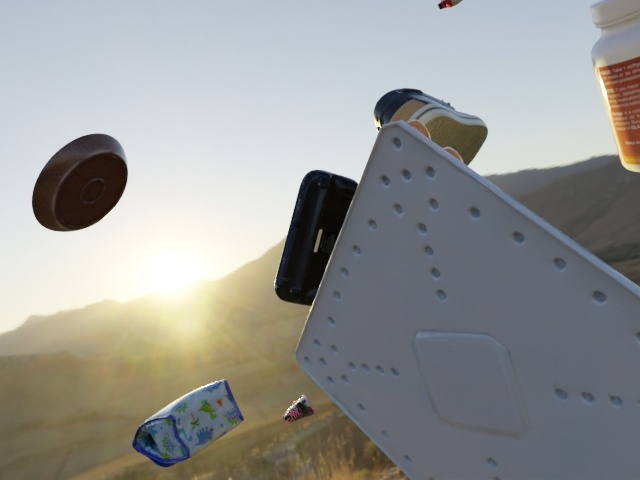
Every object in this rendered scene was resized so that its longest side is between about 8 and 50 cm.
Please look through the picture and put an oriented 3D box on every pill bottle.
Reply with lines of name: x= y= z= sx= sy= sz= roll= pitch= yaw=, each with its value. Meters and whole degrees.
pill bottle: x=0.411 y=-0.204 z=0.719 sx=0.121 sy=0.216 sz=0.121 roll=-23 pitch=14 yaw=6

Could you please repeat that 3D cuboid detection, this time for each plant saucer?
plant saucer: x=-0.348 y=-0.079 z=0.870 sx=0.168 sy=0.029 sz=0.168 roll=-50 pitch=-17 yaw=-22

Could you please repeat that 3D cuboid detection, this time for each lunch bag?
lunch bag: x=-0.226 y=0.307 z=0.969 sx=0.151 sy=0.096 sz=0.128 roll=-23 pitch=0 yaw=41

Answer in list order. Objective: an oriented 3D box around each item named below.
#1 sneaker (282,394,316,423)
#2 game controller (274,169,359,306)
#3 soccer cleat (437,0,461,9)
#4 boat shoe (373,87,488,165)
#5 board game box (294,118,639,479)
sneaker: x=-0.051 y=0.374 z=1.264 sx=0.057 sy=0.047 sz=0.119 roll=-30 pitch=-13 yaw=-29
game controller: x=0.000 y=0.000 z=1.360 sx=0.166 sy=0.319 sz=0.067 roll=12 pitch=6 yaw=-36
soccer cleat: x=0.098 y=-0.222 z=0.466 sx=0.035 sy=0.083 sz=0.029 roll=-22 pitch=-26 yaw=11
boat shoe: x=0.285 y=-0.267 z=1.453 sx=0.187 sy=0.156 sz=0.500 roll=-55 pitch=-26 yaw=18
board game box: x=0.161 y=0.133 z=0.592 sx=0.050 sy=0.390 sz=0.390 roll=-30 pitch=-29 yaw=-40
